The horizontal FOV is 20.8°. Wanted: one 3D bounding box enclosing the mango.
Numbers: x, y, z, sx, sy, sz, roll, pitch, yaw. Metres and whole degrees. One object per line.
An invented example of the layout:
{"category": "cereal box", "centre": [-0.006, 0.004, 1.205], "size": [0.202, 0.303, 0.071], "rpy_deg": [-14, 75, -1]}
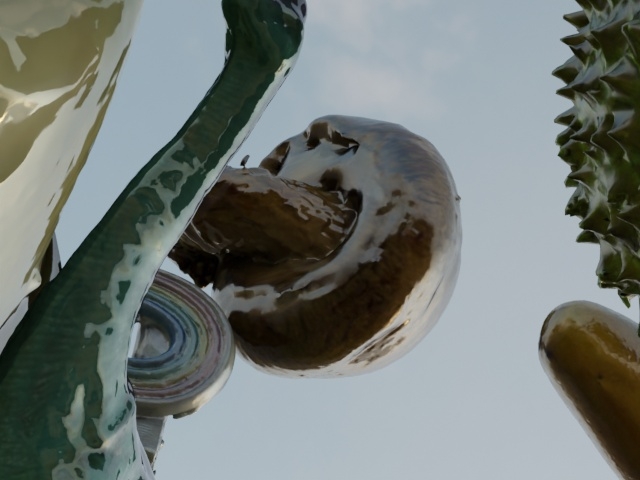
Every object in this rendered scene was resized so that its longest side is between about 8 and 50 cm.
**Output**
{"category": "mango", "centre": [0.218, 0.112, 1.211], "size": [0.090, 0.115, 0.178], "rpy_deg": [-43, -88, 11]}

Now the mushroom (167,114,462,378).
{"category": "mushroom", "centre": [-0.002, 0.004, 1.558], "size": [0.283, 0.263, 0.195], "rpy_deg": [18, -22, 25]}

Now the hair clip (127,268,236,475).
{"category": "hair clip", "centre": [-0.143, 0.103, 1.452], "size": [0.140, 0.220, 0.054], "rpy_deg": [11, -40, -2]}

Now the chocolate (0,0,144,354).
{"category": "chocolate", "centre": [-0.224, -0.091, 0.741], "size": [0.297, 0.314, 0.326], "rpy_deg": [-42, -113, 44]}

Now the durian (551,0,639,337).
{"category": "durian", "centre": [0.223, -0.075, 0.728], "size": [0.291, 0.291, 0.225], "rpy_deg": [-32, -82, 43]}

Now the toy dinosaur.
{"category": "toy dinosaur", "centre": [-0.075, 0.116, 0.776], "size": [0.129, 0.331, 0.383], "rpy_deg": [22, -37, 34]}
